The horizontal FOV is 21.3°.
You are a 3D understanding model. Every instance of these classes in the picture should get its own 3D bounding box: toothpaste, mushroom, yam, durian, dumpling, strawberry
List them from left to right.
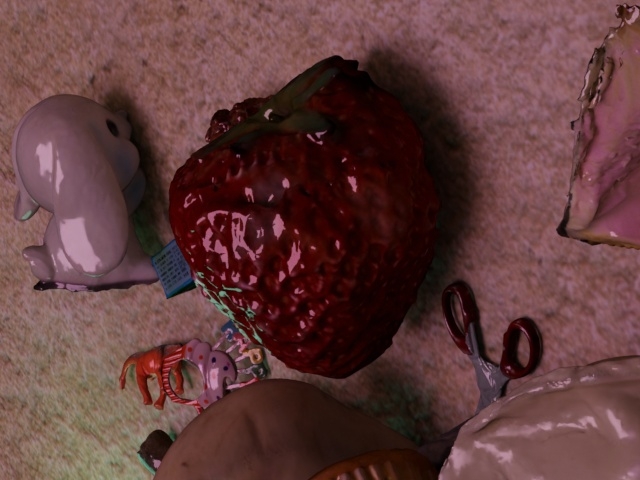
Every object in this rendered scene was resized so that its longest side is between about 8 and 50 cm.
[{"bbox_3d":[-0.177,0.375,2.479,0.253,0.061,0.061,44,140,33],"label":"yam"},{"bbox_3d":[-0.145,0.004,2.234,0.267,0.050,0.065,-35,79,57],"label":"toothpaste"},{"bbox_3d":[-0.027,0.303,1.996,0.353,0.353,0.325,53,160,23],"label":"mushroom"},{"bbox_3d":[0.001,-0.009,1.810,0.310,0.292,0.292,57,147,-1],"label":"strawberry"},{"bbox_3d":[0.264,0.252,1.556,0.316,0.233,0.395,2,124,14],"label":"dumpling"},{"bbox_3d":[0.325,-0.074,1.424,0.196,0.185,0.305,30,138,19],"label":"durian"}]

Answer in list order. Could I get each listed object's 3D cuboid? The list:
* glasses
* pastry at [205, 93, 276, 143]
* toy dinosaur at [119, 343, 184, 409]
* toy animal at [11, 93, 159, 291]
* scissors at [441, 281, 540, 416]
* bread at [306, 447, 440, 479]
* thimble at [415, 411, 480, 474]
[{"bbox_3d":[-0.114,0.229,2.310,0.162,0.095,0.255,-12,97,29],"label":"glasses"},{"bbox_3d":[-0.057,-0.071,2.019,0.115,0.097,0.208,-34,77,53],"label":"pastry"},{"bbox_3d":[-0.241,0.193,2.473,0.279,0.055,0.101,-34,54,52],"label":"toy dinosaur"},{"bbox_3d":[-0.344,-0.059,2.377,0.249,0.174,0.289,-5,105,56],"label":"toy animal"},{"bbox_3d":[0.186,0.174,1.878,0.144,0.017,0.247,30,133,44],"label":"scissors"},{"bbox_3d":[0.040,0.324,1.728,0.288,0.204,0.156,115,141,-48],"label":"bread"},{"bbox_3d":[0.186,0.300,1.803,0.217,0.157,0.245,37,138,34],"label":"thimble"}]
